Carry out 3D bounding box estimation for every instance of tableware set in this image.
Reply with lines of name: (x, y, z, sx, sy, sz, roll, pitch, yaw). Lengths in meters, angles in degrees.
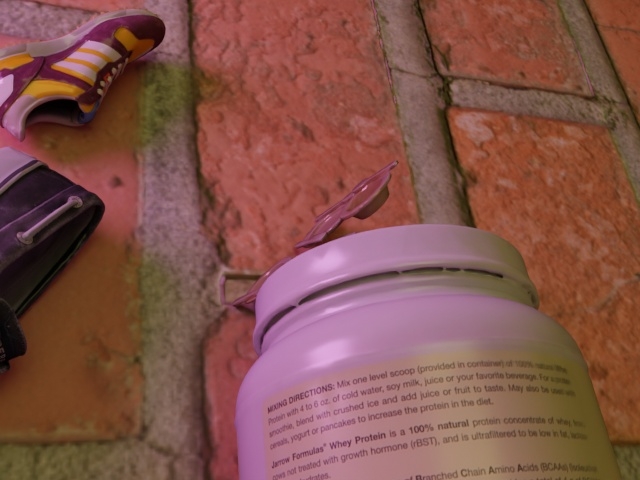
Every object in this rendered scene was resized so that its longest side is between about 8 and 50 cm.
tableware set: (0.000, 0.000, 0.586, 0.020, 0.141, 0.168, 46, 54, -12)

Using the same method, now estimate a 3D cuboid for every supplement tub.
supplement tub: (0.069, 0.178, 0.434, 0.235, 0.235, 0.325, 3, 58, -18)

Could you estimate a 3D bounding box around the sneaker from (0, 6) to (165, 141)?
sneaker: (-0.215, -0.150, 0.650, 0.185, 0.069, 0.084, -30, 82, -26)

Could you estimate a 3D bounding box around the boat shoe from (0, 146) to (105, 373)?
boat shoe: (-0.254, 0.058, 0.479, 0.102, 0.108, 0.301, 26, 47, -1)
